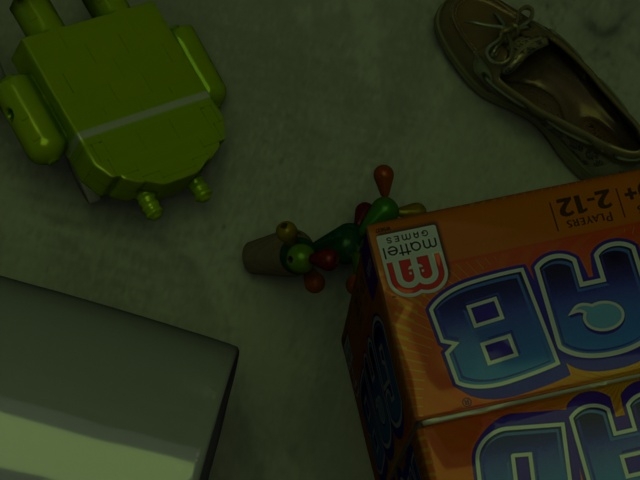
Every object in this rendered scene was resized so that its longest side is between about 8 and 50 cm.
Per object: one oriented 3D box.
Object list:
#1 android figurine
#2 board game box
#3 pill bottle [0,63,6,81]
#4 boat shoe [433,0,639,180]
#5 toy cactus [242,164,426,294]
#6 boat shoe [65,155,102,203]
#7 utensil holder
[{"bbox_3d":[-0.206,-0.147,1.796,0.248,0.056,0.273,-24,78,-36],"label":"android figurine"},{"bbox_3d":[0.240,0.170,1.597,0.356,0.356,0.356,-12,72,-7],"label":"board game box"},{"bbox_3d":[-0.459,-0.150,1.785,0.245,0.136,0.136,-34,76,-14],"label":"pill bottle"},{"bbox_3d":[0.241,-0.176,1.857,0.285,0.089,0.104,42,74,11],"label":"boat shoe"},{"bbox_3d":[0.000,0.000,1.755,0.180,0.219,0.112,-8,105,31],"label":"toy cactus"},{"bbox_3d":[-0.248,-0.127,1.833,0.063,0.066,0.184,-17,63,-8],"label":"boat shoe"},{"bbox_3d":[-0.295,0.189,1.581,0.385,0.327,0.327,14,71,0],"label":"utensil holder"}]
